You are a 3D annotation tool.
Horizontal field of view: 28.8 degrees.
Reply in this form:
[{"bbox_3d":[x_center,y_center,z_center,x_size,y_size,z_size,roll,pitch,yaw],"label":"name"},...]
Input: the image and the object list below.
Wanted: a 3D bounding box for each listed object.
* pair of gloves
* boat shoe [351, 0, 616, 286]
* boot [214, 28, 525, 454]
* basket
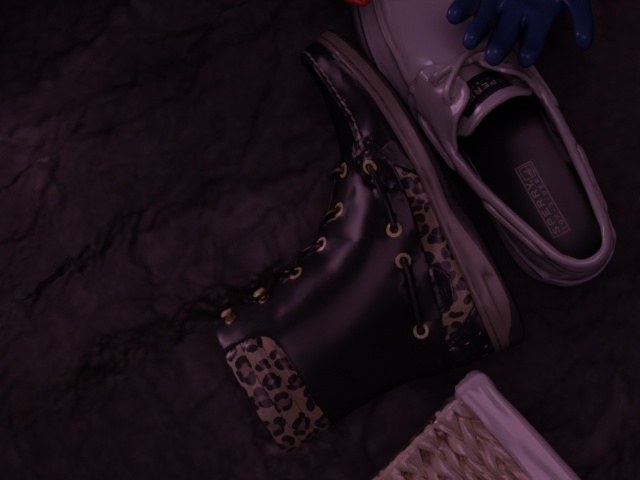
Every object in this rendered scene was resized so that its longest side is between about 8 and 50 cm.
[{"bbox_3d":[0.089,-0.178,0.798,0.198,0.023,0.159,25,51,9],"label":"pair of gloves"},{"bbox_3d":[0.109,-0.088,0.797,0.095,0.084,0.258,-37,83,-2],"label":"boat shoe"},{"bbox_3d":[0.000,0.001,0.793,0.179,0.085,0.236,-30,81,2],"label":"boot"},{"bbox_3d":[0.113,0.172,0.750,0.103,0.113,0.167,-43,82,-1],"label":"basket"}]
